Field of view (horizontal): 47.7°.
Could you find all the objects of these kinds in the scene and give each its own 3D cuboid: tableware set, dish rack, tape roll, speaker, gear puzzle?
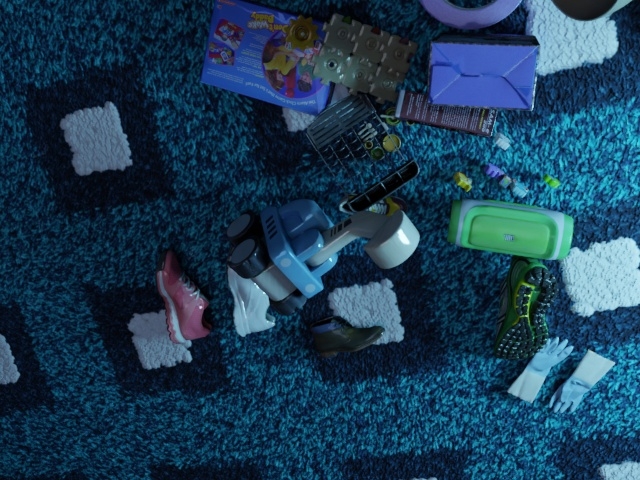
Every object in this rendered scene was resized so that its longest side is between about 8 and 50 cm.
[{"bbox_3d":[0.180,-0.285,1.913,0.154,0.024,0.104,-35,98,22],"label":"tableware set"},{"bbox_3d":[0.101,-0.233,1.870,0.208,0.074,0.271,-34,101,1],"label":"dish rack"},{"bbox_3d":[0.354,-0.635,1.687,0.275,0.090,0.274,5,110,13],"label":"tape roll"},{"bbox_3d":[0.478,-0.029,1.838,0.297,0.131,0.131,9,110,10],"label":"speaker"},{"bbox_3d":[0.063,-0.465,1.800,0.339,0.044,0.175,14,110,-20],"label":"gear puzzle"}]

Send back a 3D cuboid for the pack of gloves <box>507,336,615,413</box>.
[{"bbox_3d":[0.664,0.370,2.015,0.195,0.046,0.232,25,118,-4],"label":"pack of gloves"}]

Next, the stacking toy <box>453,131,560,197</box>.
[{"bbox_3d":[0.481,-0.156,1.866,0.221,0.052,0.167,36,122,-7],"label":"stacking toy"}]

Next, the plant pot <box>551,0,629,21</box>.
[{"bbox_3d":[0.637,-0.640,1.568,0.191,0.284,0.283,-19,106,-17],"label":"plant pot"}]

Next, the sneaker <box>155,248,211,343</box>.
[{"bbox_3d":[-0.405,0.162,2.184,0.136,0.116,0.313,-6,114,6],"label":"sneaker"}]

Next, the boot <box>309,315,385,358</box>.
[{"bbox_3d":[0.073,0.265,2.097,0.219,0.082,0.106,-23,104,22],"label":"boot"}]

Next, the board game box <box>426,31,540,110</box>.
[{"bbox_3d":[0.378,-0.399,1.678,0.232,0.291,0.141,6,111,13],"label":"board game box"}]

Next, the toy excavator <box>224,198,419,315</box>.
[{"bbox_3d":[0.000,0.000,1.866,0.445,0.433,0.222,-36,121,10],"label":"toy excavator"}]

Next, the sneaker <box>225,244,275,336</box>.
[{"bbox_3d":[-0.206,0.136,2.127,0.130,0.111,0.296,-8,111,0],"label":"sneaker"}]

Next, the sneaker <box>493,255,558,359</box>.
[{"bbox_3d":[0.540,0.184,1.937,0.134,0.146,0.343,2,125,-8],"label":"sneaker"}]

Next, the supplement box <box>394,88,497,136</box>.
[{"bbox_3d":[0.310,-0.314,1.800,0.240,0.130,0.073,12,98,7],"label":"supplement box"}]

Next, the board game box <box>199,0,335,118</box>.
[{"bbox_3d":[-0.123,-0.484,1.891,0.347,0.078,0.233,18,112,7],"label":"board game box"}]

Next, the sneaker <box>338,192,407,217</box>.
[{"bbox_3d":[0.141,-0.085,1.958,0.186,0.084,0.069,4,109,13],"label":"sneaker"}]
